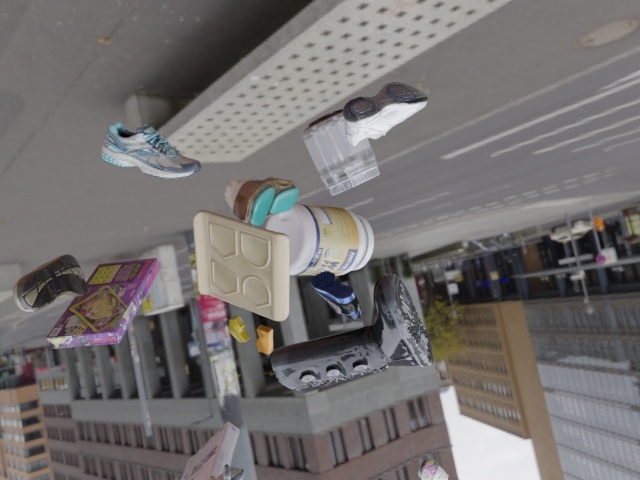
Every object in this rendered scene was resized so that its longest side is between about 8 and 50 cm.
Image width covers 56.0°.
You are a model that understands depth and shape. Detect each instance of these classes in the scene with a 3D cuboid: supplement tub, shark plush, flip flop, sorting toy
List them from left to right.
[{"bbox_3d":[-0.658,0.108,1.457,0.080,0.112,0.277,-17,-171,12],"label":"flip flop"},{"bbox_3d":[-0.206,0.581,1.365,0.073,0.067,0.161,-51,-157,18],"label":"shark plush"},{"bbox_3d":[-0.168,0.094,1.317,0.228,0.308,0.041,15,-150,23],"label":"sorting toy"},{"bbox_3d":[0.000,0.000,1.958,0.316,0.229,0.228,3,166,-44],"label":"supplement tub"}]

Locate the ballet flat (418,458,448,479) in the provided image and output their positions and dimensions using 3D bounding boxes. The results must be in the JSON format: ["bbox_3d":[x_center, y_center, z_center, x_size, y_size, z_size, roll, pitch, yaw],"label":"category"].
[{"bbox_3d":[0.356,0.732,1.862,0.079,0.077,0.222,27,158,29],"label":"ballet flat"}]

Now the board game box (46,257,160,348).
[{"bbox_3d":[-0.623,0.175,1.763,0.208,0.056,0.347,-10,-149,14],"label":"board game box"}]

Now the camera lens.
[{"bbox_3d":[0.075,-0.329,2.222,0.219,0.275,0.219,-24,-175,2],"label":"camera lens"}]

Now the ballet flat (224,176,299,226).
[{"bbox_3d":[-0.157,-0.110,1.470,0.124,0.116,0.342,24,-162,9],"label":"ballet flat"}]

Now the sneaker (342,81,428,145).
[{"bbox_3d":[0.184,-0.370,1.758,0.297,0.111,0.129,-22,146,-23],"label":"sneaker"}]

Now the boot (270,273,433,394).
[{"bbox_3d":[0.058,0.282,1.716,0.444,0.146,0.367,-14,130,19],"label":"boot"}]

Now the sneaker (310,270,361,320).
[{"bbox_3d":[0.044,0.163,1.760,0.081,0.091,0.232,-29,-156,-14],"label":"sneaker"}]

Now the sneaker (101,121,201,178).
[{"bbox_3d":[-0.460,-0.247,1.634,0.282,0.122,0.110,14,-161,4],"label":"sneaker"}]

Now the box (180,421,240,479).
[{"bbox_3d":[-0.356,0.723,1.786,0.232,0.058,0.322,-47,-168,22],"label":"box"}]
